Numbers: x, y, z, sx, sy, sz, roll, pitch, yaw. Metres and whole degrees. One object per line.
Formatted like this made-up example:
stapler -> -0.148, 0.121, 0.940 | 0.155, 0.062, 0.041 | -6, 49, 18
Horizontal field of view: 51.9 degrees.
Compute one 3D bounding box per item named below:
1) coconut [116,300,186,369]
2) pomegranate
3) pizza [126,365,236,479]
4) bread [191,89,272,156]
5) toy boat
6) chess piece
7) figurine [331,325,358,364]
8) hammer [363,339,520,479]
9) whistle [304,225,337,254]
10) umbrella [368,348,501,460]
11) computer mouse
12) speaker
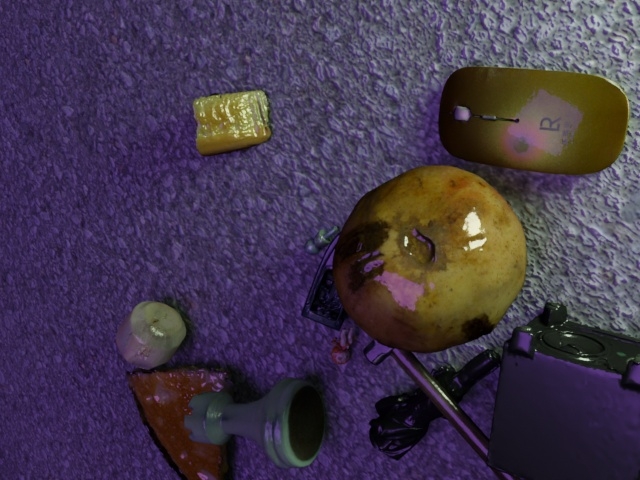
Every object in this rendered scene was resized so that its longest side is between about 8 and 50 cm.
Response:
coconut -> -0.446, 0.255, 1.708 | 0.171, 0.171, 0.183 | 48, 121, 17
pomegranate -> 0.178, 0.035, 1.093 | 0.322, 0.322, 0.321 | 11, 109, 35
pizza -> -0.378, 0.473, 1.772 | 0.392, 0.080, 0.434 | 21, 113, 28
bread -> -0.200, -0.261, 1.451 | 0.160, 0.169, 0.140 | -149, 50, -75
toy boat -> 0.037, 0.075, 1.338 | 0.093, 0.103, 0.246 | 23, 113, 3
chess piece -> -0.159, 0.408, 1.496 | 0.299, 0.195, 0.194 | -5, 100, 29
figurine -> 0.049, 0.217, 1.394 | 0.047, 0.064, 0.109 | 58, 147, 39
hammer -> 0.231, 0.296, 1.178 | 0.365, 0.043, 0.111 | 48, 111, 19
whistle -> 0.000, 0.000, 1.383 | 0.100, 0.035, 0.035 | -39, 79, 36
umbrella -> 0.214, 0.307, 1.263 | 0.118, 0.118, 0.340 | 53, 127, 13
computer mouse -> 0.327, -0.195, 1.059 | 0.311, 0.072, 0.158 | 15, 110, 34
speaker -> 0.413, 0.255, 1.049 | 0.232, 0.184, 0.253 | 13, 106, 33
